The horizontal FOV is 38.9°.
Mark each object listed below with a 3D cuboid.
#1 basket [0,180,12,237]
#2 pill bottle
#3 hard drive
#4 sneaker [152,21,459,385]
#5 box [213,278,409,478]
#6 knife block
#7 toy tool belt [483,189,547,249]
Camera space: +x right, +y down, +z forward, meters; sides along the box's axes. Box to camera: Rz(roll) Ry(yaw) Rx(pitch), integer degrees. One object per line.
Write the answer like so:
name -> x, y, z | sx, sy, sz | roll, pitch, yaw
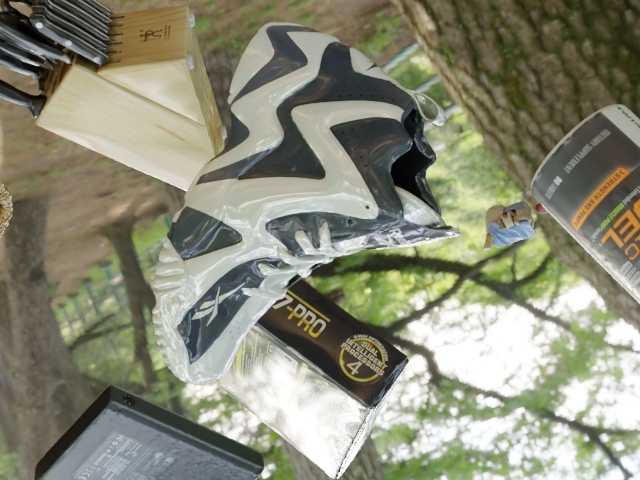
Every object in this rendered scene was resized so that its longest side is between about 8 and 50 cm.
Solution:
basket -> -0.481, 0.004, 0.924 | 0.299, 0.223, 0.213 | -64, -175, -21
pill bottle -> 0.336, -0.009, 0.890 | 0.130, 0.246, 0.130 | -34, 157, -16
hard drive -> -0.120, 0.164, 0.651 | 0.094, 0.135, 0.022 | -46, -149, 19
sneaker -> 0.000, 0.000, 0.549 | 0.153, 0.235, 0.094 | 23, -179, 21
box -> -0.057, 0.169, 1.279 | 0.097, 0.318, 0.395 | -51, 167, -24
knife block -> -0.237, -0.149, 0.933 | 0.242, 0.088, 0.276 | -7, 141, 4
toy tool belt -> 0.223, -0.017, 1.025 | 0.083, 0.052, 0.051 | -24, -151, 34
